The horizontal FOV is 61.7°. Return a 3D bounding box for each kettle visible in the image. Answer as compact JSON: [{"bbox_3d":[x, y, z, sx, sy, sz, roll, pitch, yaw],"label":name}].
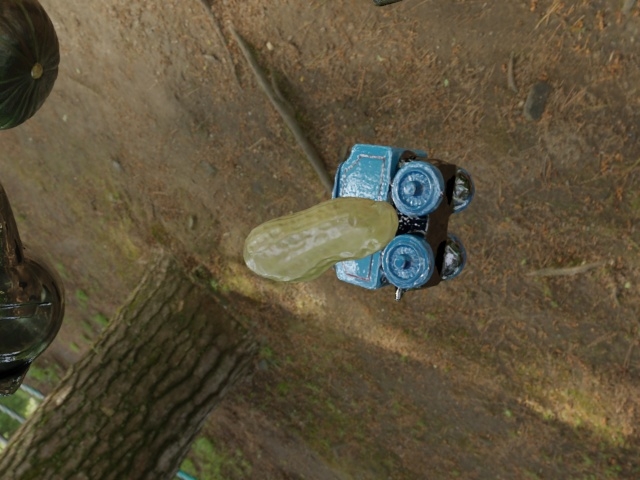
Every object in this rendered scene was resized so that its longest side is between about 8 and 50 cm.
[{"bbox_3d":[-0.498,0.056,0.793,0.324,0.229,0.320,-7,85,47],"label":"kettle"}]

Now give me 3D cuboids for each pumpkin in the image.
[{"bbox_3d":[-0.556,-0.308,0.880,0.217,0.249,0.249,3,132,0],"label":"pumpkin"}]

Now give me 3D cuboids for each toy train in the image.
[{"bbox_3d":[0.156,-0.038,1.098,0.265,0.188,0.299,14,103,39],"label":"toy train"}]

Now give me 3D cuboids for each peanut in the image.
[{"bbox_3d":[0.000,0.000,0.716,0.215,0.090,0.098,-19,103,15],"label":"peanut"}]

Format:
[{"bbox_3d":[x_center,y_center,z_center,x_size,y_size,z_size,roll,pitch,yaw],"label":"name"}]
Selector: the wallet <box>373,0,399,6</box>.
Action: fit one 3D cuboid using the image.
[{"bbox_3d":[0.153,-0.339,0.624,0.198,0.110,0.031,-10,157,11],"label":"wallet"}]
